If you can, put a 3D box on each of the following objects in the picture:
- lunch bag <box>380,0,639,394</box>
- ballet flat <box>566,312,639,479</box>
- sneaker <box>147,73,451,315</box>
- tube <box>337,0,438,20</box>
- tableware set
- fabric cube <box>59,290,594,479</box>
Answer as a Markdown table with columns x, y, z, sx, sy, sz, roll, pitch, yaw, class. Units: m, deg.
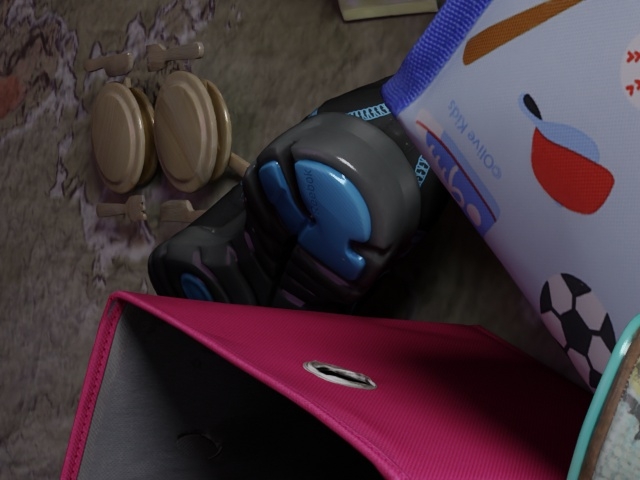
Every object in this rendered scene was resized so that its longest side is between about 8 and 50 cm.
| x | y | z | sx | sy | sz | roll | pitch | yaw | class |
| --- | --- | --- | --- | --- | --- | --- | --- | --- | --- |
| 0.259 | -0.072 | 0.602 | 0.328 | 0.239 | 0.385 | 54 | 135 | 22 | lunch bag |
| 0.108 | 0.133 | 0.595 | 0.079 | 0.077 | 0.221 | 29 | 114 | 27 | ballet flat |
| 0.000 | 0.000 | 1.062 | 0.125 | 0.140 | 0.341 | 52 | 151 | -1 | sneaker |
| 0.013 | -0.254 | 1.072 | 0.070 | 0.062 | 0.240 | -88 | -17 | -73 | tube |
| -0.114 | -0.079 | 1.266 | 0.194 | 0.039 | 0.128 | 3 | 98 | 57 | tableware set |
| 0.031 | 0.189 | 0.866 | 0.254 | 0.258 | 0.259 | 28 | 106 | 50 | fabric cube |
